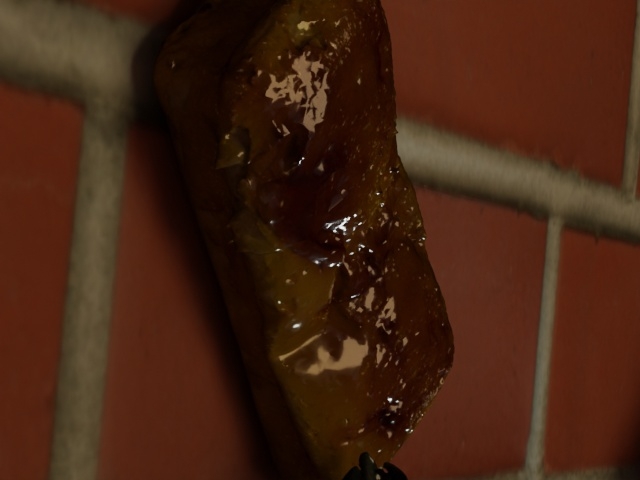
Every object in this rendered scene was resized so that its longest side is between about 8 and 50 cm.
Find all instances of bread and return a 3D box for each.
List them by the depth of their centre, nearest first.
[{"bbox_3d":[-0.002,-0.001,0.886,0.139,0.077,0.271,-55,144,-41],"label":"bread"}]

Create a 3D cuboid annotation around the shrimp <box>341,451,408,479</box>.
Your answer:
[{"bbox_3d":[0.052,0.280,1.010,0.272,0.085,0.445,-65,154,-54],"label":"shrimp"}]
